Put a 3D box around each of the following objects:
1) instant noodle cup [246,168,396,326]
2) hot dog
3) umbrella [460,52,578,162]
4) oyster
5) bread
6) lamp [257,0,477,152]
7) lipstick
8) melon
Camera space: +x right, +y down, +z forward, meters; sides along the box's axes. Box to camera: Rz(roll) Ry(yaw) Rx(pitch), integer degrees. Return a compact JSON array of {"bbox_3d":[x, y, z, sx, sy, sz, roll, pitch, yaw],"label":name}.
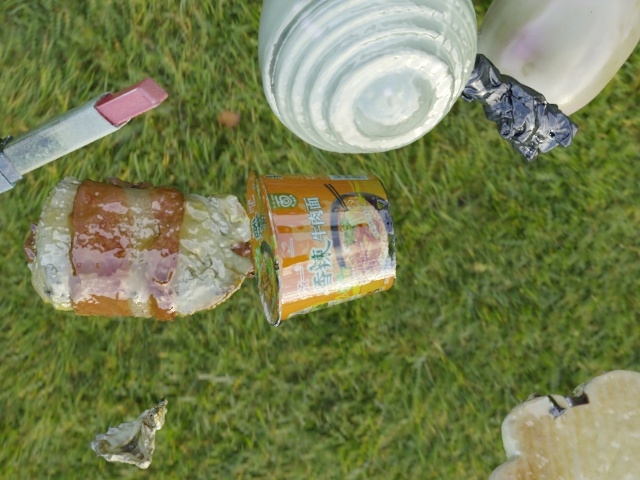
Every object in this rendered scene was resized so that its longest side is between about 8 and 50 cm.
[{"bbox_3d":[0.000,0.000,1.699,0.182,0.230,0.230,-8,110,-12],"label":"instant noodle cup"},{"bbox_3d":[-0.165,0.011,1.074,0.213,0.146,0.103,11,146,0],"label":"hot dog"},{"bbox_3d":[0.195,-0.163,1.304,0.224,0.071,0.080,35,136,-30],"label":"umbrella"},{"bbox_3d":[-0.206,0.209,1.300,0.045,0.122,0.146,49,138,-12],"label":"oyster"},{"bbox_3d":[0.303,0.256,1.084,0.316,0.316,0.054,4,142,-8],"label":"bread"},{"bbox_3d":[0.010,-0.122,0.580,0.106,0.193,0.106,-11,137,-10],"label":"lamp"},{"bbox_3d":[-0.314,-0.111,1.326,0.312,0.051,0.051,-22,119,21],"label":"lipstick"},{"bbox_3d":[0.371,-0.326,1.818,0.223,0.223,0.317,40,87,-17],"label":"melon"}]
